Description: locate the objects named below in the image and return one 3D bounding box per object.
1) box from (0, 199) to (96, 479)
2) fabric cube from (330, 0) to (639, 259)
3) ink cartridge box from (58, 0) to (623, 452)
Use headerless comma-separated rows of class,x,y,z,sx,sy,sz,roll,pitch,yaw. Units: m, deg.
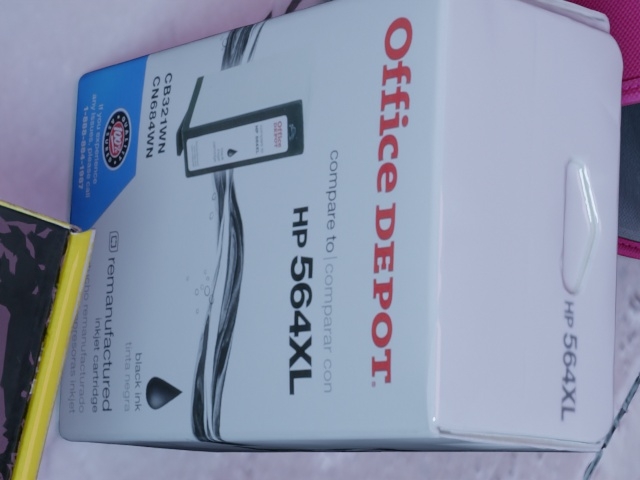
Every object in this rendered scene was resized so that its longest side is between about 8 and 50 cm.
box,-0.241,0.071,0.421,0.322,0.079,0.257,21,72,-27
fabric cube,0.177,-0.145,0.738,0.259,0.254,0.258,13,74,-39
ink cartridge box,0.000,0.000,0.592,0.086,0.203,0.148,11,77,-40
